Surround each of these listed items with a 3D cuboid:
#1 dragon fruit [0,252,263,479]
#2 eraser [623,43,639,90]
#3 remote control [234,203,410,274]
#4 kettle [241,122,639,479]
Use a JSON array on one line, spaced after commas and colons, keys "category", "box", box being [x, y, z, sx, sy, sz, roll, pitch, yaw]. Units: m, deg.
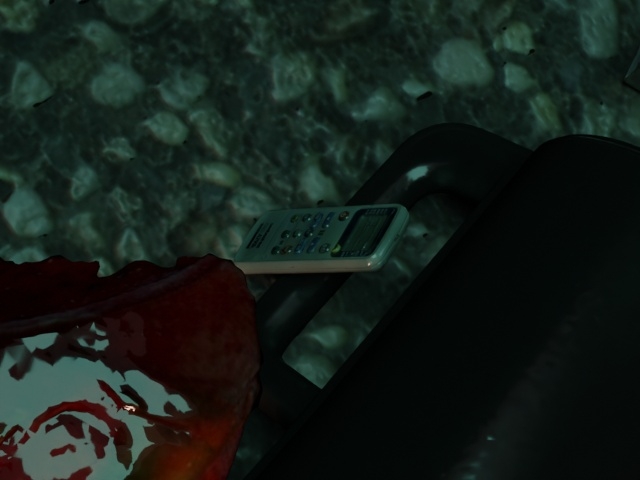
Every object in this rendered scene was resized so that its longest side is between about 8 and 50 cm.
[{"category": "dragon fruit", "box": [-0.207, 0.130, 1.017, 0.344, 0.100, 0.282, -3, 78, 8]}, {"category": "eraser", "box": [0.413, -0.061, 1.210, 0.404, 0.098, 0.096, 28, 73, -2]}, {"category": "remote control", "box": [0.000, 0.000, 1.117, 0.018, 0.124, 0.053, 55, 52, -32]}, {"category": "kettle", "box": [0.104, 0.096, 1.096, 0.308, 0.262, 0.203, -52, 124, -20]}]
